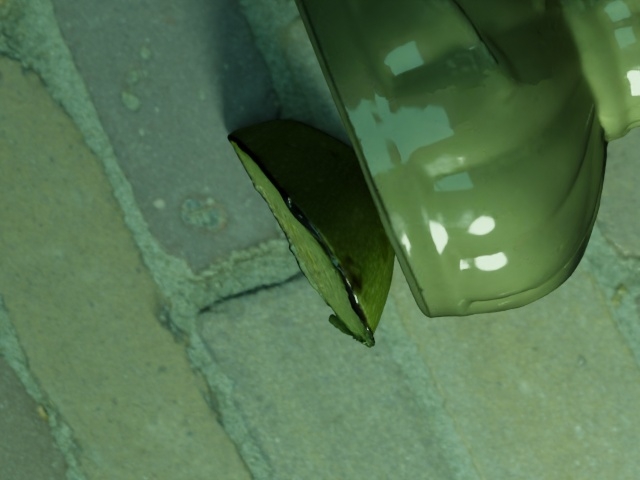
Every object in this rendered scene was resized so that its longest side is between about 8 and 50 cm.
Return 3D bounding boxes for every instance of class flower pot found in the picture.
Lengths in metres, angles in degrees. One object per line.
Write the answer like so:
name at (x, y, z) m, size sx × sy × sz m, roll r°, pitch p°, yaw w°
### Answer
flower pot at (0.126, -0.121, 1.139) m, size 0.244 × 0.307 × 0.307 m, roll -22°, pitch 108°, yaw 2°

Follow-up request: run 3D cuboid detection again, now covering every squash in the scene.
squash at (0.019, -0.014, 1.350) m, size 0.085 × 0.184 × 0.192 m, roll -34°, pitch 106°, yaw -7°
